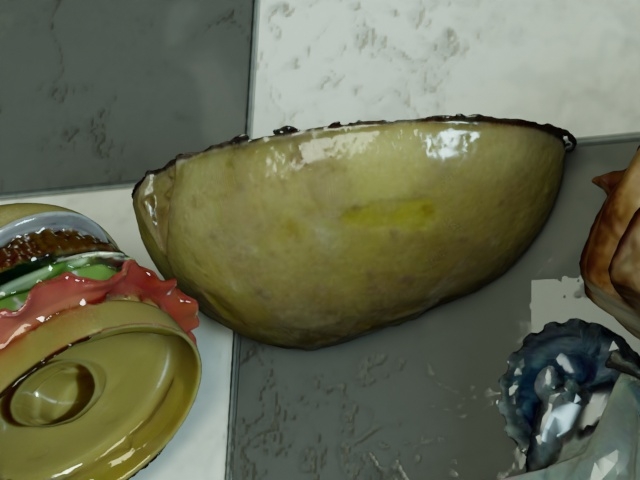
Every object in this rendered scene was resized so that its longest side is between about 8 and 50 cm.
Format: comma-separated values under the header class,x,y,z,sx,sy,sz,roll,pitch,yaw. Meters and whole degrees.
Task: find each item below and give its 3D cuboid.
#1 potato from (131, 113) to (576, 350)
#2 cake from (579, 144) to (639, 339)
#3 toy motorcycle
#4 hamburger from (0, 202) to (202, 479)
class,x,y,z,sx,sy,sz,roll,pitch,yaw
potato,0.002,0.002,0.813,0.261,0.120,0.100,-8,77,21
cake,0.260,0.005,0.662,0.293,0.196,0.199,31,87,33
toy motorcycle,0.146,0.168,0.706,0.204,0.108,0.239,-53,39,-4
hamburger,-0.157,0.055,0.838,0.175,0.175,0.137,-42,56,6
